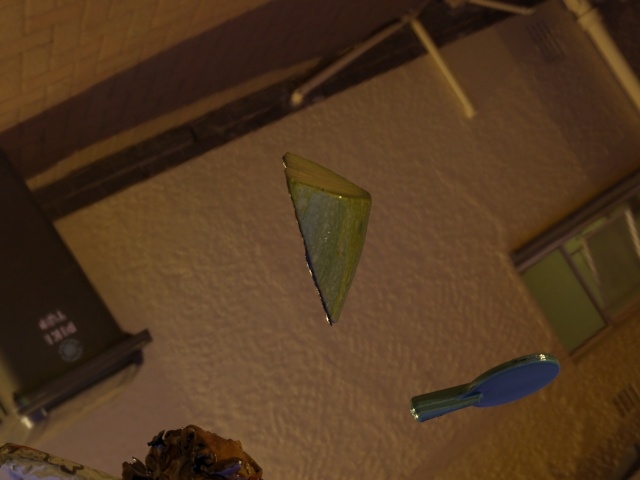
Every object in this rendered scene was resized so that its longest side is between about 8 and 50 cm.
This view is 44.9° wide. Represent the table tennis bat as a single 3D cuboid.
[{"bbox_3d":[0.211,0.191,0.992,0.201,0.033,0.124,-15,146,-4],"label":"table tennis bat"}]

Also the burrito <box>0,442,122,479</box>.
[{"bbox_3d":[-0.603,0.547,1.742,0.139,0.446,0.101,-59,-163,5],"label":"burrito"}]

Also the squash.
[{"bbox_3d":[0.022,-0.010,0.842,0.085,0.184,0.192,-17,-164,3],"label":"squash"}]

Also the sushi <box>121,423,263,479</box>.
[{"bbox_3d":[-0.186,0.387,1.195,0.204,0.200,0.213,-33,-150,0],"label":"sushi"}]
